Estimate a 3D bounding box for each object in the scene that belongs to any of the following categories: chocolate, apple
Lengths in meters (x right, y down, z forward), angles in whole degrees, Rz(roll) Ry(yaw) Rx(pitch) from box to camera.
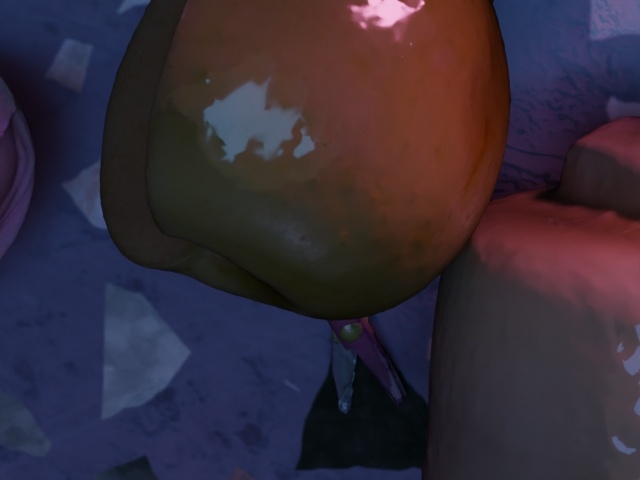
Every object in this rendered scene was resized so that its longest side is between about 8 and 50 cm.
[{"bbox_3d":[0.227,0.082,0.611,0.314,0.326,0.296,-13,118,-33],"label":"chocolate"},{"bbox_3d":[-0.003,-0.084,0.598,0.234,0.295,0.257,27,74,-19],"label":"apple"}]

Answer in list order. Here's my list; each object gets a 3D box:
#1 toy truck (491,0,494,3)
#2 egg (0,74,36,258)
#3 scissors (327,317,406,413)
[{"bbox_3d":[0.112,-0.192,0.663,0.049,0.054,0.083,33,112,-7],"label":"toy truck"},{"bbox_3d":[-0.333,-0.023,0.722,0.271,0.206,0.161,-25,139,-4],"label":"egg"},{"bbox_3d":[0.025,0.069,0.780,0.134,0.020,0.187,-11,119,7],"label":"scissors"}]
